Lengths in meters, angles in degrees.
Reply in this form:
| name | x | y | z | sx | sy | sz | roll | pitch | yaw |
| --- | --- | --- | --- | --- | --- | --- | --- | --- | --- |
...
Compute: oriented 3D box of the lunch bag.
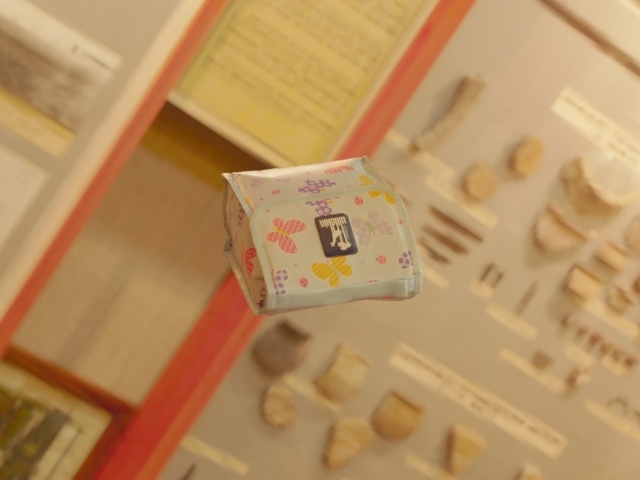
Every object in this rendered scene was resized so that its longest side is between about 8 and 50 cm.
| name | x | y | z | sx | sy | sz | roll | pitch | yaw |
| --- | --- | --- | --- | --- | --- | --- | --- | --- | --- |
| lunch bag | 0.000 | 0.000 | 0.624 | 0.071 | 0.053 | 0.083 | -7 | 31 | -13 |
